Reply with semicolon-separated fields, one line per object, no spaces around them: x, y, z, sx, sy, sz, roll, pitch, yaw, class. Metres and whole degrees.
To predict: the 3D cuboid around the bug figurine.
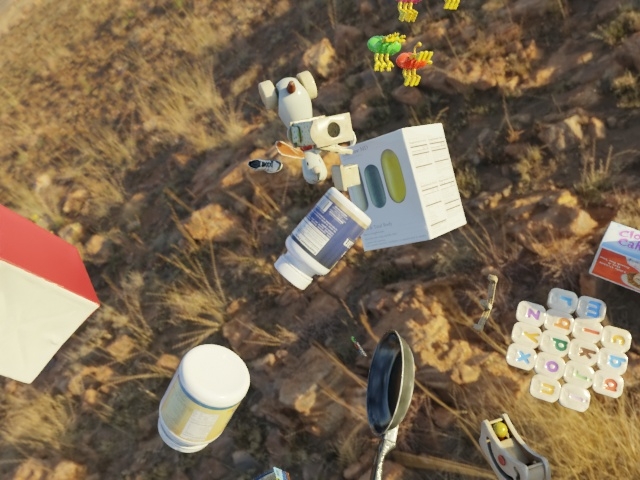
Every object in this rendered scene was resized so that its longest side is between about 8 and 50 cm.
0.211;-0.480;1.250;0.072;0.216;0.279;54;136;29;bug figurine

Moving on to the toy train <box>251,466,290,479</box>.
-0.071;0.532;1.085;0.080;0.105;0.184;-35;44;13;toy train

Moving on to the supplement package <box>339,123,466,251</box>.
0.205;-0.133;1.418;0.199;0.263;0.198;-12;5;41;supplement package

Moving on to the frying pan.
0.129;0.310;1.025;0.326;0.053;0.197;-91;16;-49;frying pan

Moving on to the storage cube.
-0.513;0.083;0.927;0.184;0.215;0.193;-47;45;1;storage cube

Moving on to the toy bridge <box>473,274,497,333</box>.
0.529;0.207;1.814;0.026;0.063;0.188;12;75;33;toy bridge

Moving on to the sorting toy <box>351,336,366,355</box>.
0.130;0.371;1.999;0.012;0.083;0.062;-34;0;-8;sorting toy

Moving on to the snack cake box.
0.861;0.069;1.479;0.264;0.152;0.089;24;68;25;snack cake box

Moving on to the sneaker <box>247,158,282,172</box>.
-0.133;-0.178;1.352;0.083;0.037;0.032;0;91;13;sneaker

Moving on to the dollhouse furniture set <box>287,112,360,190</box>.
-0.013;-0.190;1.262;0.101;0.161;0.182;-17;15;-27;dollhouse furniture set

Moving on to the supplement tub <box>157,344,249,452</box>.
-0.245;0.327;1.168;0.200;0.144;0.144;-59;28;31;supplement tub

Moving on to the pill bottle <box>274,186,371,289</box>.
0.000;0.000;0.980;0.169;0.094;0.094;-49;37;5;pill bottle

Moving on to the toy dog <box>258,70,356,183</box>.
-0.049;-0.336;1.626;0.220;0.334;0.161;-41;9;-1;toy dog

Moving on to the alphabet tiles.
0.615;0.268;1.414;0.278;0.021;0.284;15;74;11;alphabet tiles

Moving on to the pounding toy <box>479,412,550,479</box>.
0.507;0.616;1.542;0.155;0.154;0.269;-11;48;-17;pounding toy
